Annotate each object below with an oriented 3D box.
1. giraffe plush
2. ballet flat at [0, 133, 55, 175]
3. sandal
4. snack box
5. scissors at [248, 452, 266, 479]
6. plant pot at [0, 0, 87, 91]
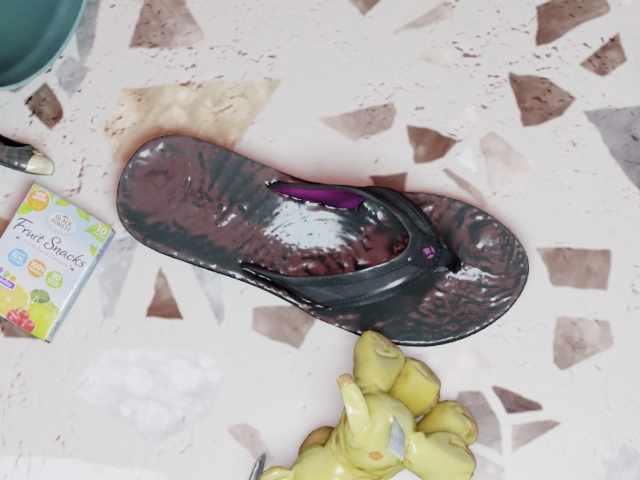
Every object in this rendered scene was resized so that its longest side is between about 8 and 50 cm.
[{"bbox_3d":[0.040,0.221,1.686,0.181,0.210,0.170,47,114,4],"label":"giraffe plush"},{"bbox_3d":[-0.361,-0.118,1.786,0.173,0.057,0.049,28,96,7],"label":"ballet flat"},{"bbox_3d":[-0.002,0.002,1.736,0.446,0.107,0.167,13,82,3],"label":"sandal"},{"bbox_3d":[-0.299,0.025,1.775,0.100,0.037,0.141,30,83,5],"label":"snack box"},{"bbox_3d":[-0.098,0.374,1.728,0.109,0.021,0.297,32,82,8],"label":"scissors"},{"bbox_3d":[-0.404,-0.311,1.728,0.196,0.293,0.293,10,81,29],"label":"plant pot"}]
